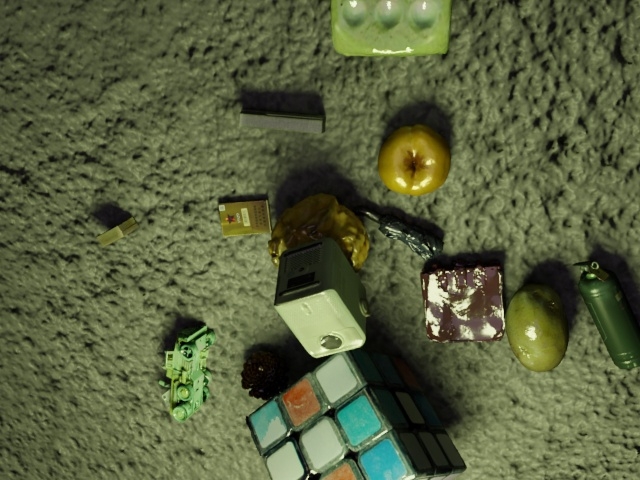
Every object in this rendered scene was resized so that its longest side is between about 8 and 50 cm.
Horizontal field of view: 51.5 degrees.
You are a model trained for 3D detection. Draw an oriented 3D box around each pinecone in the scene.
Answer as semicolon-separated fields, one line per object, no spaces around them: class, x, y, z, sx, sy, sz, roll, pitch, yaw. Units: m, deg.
pinecone;-0.149;0.374;1.815;0.140;0.140;0.121;-23;135;14

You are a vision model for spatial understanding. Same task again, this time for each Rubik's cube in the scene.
Rubik's cube;0.091;0.503;1.636;0.359;0.362;0.363;-40;55;14

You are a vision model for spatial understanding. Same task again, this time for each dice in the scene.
dice;0.154;-0.527;1.425;0.252;0.250;0.254;1;106;7

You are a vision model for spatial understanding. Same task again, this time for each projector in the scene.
projector;0.009;0.140;1.531;0.163;0.177;0.242;-16;131;19

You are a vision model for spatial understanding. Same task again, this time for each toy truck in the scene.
toy truck;-0.384;0.361;1.846;0.135;0.128;0.259;18;109;17

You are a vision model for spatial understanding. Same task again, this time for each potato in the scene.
potato;0.540;0.226;1.648;0.159;0.174;0.251;21;136;39

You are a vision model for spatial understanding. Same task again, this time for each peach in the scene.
peach;0.225;-0.193;1.597;0.179;0.103;0.179;2;110;5

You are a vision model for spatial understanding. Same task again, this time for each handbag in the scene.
handbag;0.365;0.153;1.700;0.203;0.074;0.216;-7;104;10

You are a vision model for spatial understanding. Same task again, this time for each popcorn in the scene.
popcorn;0.000;0.000;1.644;0.250;0.190;0.250;1;106;3

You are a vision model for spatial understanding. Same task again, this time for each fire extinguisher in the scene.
fire extinguisher;0.711;0.170;1.638;0.095;0.114;0.311;-10;111;58

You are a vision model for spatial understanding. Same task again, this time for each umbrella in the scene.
umbrella;0.197;-0.030;1.670;0.248;0.071;0.071;30;109;0

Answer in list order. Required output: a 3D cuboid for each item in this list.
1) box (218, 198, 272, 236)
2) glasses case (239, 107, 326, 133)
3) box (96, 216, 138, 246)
box;-0.196;-0.061;1.738;0.133;0.023;0.090;-5;105;10
glasses case;-0.092;-0.294;1.627;0.205;0.071;0.047;7;104;7
box;-0.538;-0.024;1.766;0.079;0.083;0.035;-25;102;22
